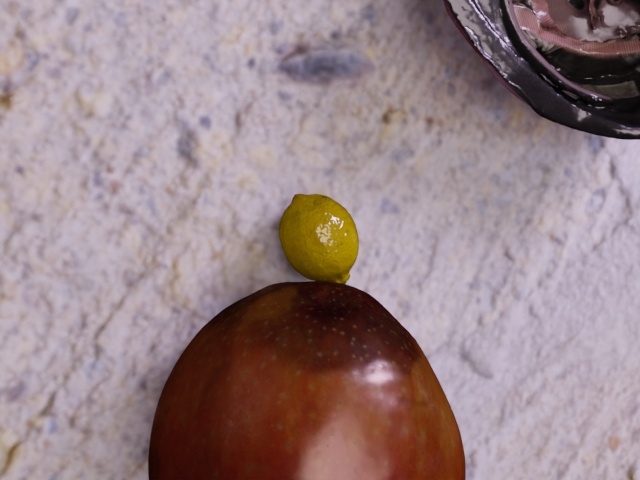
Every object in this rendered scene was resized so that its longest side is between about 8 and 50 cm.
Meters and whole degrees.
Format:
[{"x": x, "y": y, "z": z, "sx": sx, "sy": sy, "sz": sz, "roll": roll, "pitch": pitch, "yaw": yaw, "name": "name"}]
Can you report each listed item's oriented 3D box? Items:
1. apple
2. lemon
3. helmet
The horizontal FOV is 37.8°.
[{"x": -0.006, "y": 0.139, "z": 0.665, "sx": 0.230, "sy": 0.230, "sz": 0.230, "roll": -2, "pitch": 96, "yaw": -19, "name": "apple"}, {"x": 0.000, "y": 0.000, "z": 0.733, "sx": 0.062, "sy": 0.062, "sz": 0.083, "roll": -33, "pitch": 104, "yaw": -14, "name": "lemon"}, {"x": 0.217, "y": -0.193, "z": 0.749, "sx": 0.253, "sy": 0.154, "sz": 0.198, "roll": 29, "pitch": 101, "yaw": -5, "name": "helmet"}]
